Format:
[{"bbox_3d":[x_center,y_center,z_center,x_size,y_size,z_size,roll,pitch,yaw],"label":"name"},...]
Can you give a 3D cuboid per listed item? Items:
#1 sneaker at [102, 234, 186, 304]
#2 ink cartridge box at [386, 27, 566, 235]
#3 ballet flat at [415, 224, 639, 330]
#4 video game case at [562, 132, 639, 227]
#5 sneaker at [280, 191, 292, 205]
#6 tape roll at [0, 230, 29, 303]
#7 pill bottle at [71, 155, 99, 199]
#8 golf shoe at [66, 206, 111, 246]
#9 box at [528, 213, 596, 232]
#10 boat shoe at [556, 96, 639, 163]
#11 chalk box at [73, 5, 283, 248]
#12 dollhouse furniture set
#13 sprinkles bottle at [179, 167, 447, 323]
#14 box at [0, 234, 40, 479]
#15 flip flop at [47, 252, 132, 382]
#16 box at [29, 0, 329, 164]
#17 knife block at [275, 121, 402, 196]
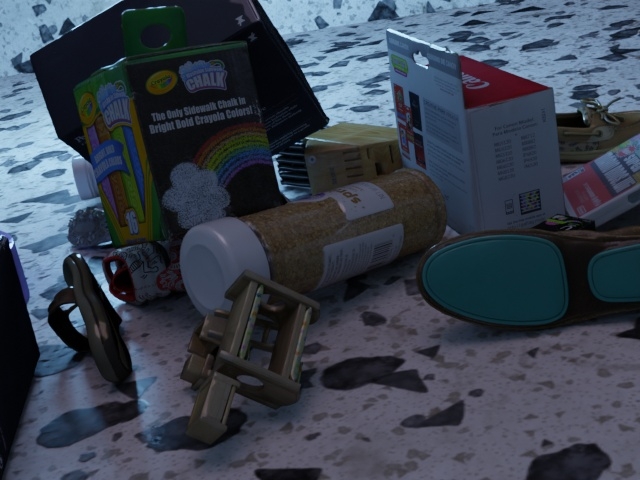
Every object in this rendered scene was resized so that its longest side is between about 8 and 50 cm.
[{"bbox_3d":[-0.251,0.012,1.478,0.145,0.090,0.270,-16,24,-22],"label":"sneaker"},{"bbox_3d":[0.212,-0.166,1.457,0.130,0.271,0.309,-15,22,-11],"label":"ink cartridge box"},{"bbox_3d":[0.282,0.034,1.160,0.343,0.116,0.124,-7,1,8],"label":"ballet flat"},{"bbox_3d":[0.457,-0.115,1.385,0.285,0.025,0.204,-30,13,14],"label":"video game case"},{"bbox_3d":[-0.071,-0.039,1.484,0.105,0.115,0.281,-16,21,-14],"label":"sneaker"},{"bbox_3d":[-0.564,0.075,1.470,0.275,0.090,0.275,-10,20,4],"label":"tape roll"},{"bbox_3d":[-0.355,-0.132,1.874,0.180,0.108,0.108,-12,21,-5],"label":"pill bottle"},{"bbox_3d":[-0.334,-0.019,1.666,0.176,0.069,0.086,-8,-17,35],"label":"golf shoe"},{"bbox_3d":[0.294,0.008,1.276,0.083,0.052,0.062,-25,24,-32],"label":"box"},{"bbox_3d":[0.398,-0.177,1.650,0.285,0.089,0.104,-11,20,-2],"label":"boat shoe"},{"bbox_3d":[-0.192,-0.152,1.323,0.180,0.288,0.179,-15,4,-34],"label":"chalk box"},{"bbox_3d":[-0.087,0.157,1.094,0.161,0.101,0.181,-46,23,50],"label":"dollhouse furniture set"},{"bbox_3d":[0.000,0.000,1.287,0.355,0.121,0.121,-18,21,-39],"label":"sprinkles bottle"},{"bbox_3d":[-0.484,0.146,1.112,0.296,0.182,0.294,-10,22,-3],"label":"box"},{"bbox_3d":[-0.296,0.101,1.275,0.080,0.112,0.277,-29,29,-7],"label":"flip flop"},{"bbox_3d":[-0.210,-0.235,1.610,0.343,0.312,0.179,-29,62,5],"label":"box"},{"bbox_3d":[0.051,-0.151,1.752,0.276,0.088,0.242,-9,22,7],"label":"knife block"}]
